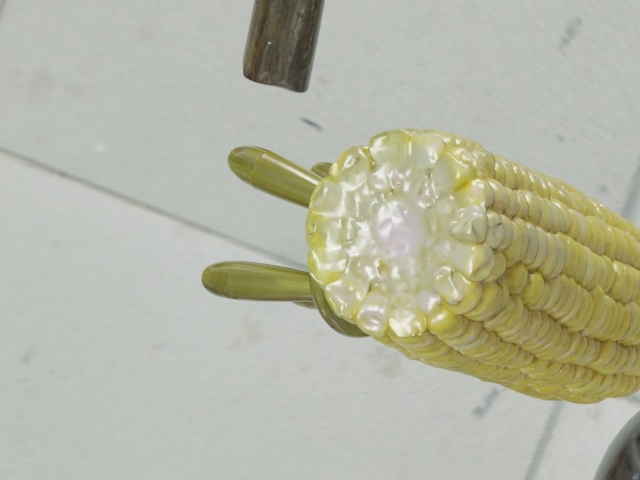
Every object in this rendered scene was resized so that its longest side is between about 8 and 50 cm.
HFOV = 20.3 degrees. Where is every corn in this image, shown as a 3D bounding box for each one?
[{"bbox_3d":[0.078,0.014,0.741,0.093,0.244,0.093,-7,75,28],"label":"corn"}]

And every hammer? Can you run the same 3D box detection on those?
[{"bbox_3d":[-0.015,-0.294,1.531,0.243,0.408,0.095,4,46,-9],"label":"hammer"}]

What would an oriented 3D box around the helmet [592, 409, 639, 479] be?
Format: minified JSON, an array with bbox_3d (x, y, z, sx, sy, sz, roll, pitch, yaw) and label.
[{"bbox_3d":[0.303,0.197,1.335,0.279,0.160,0.230,-30,44,-27],"label":"helmet"}]

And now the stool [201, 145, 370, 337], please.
[{"bbox_3d":[0.000,0.000,1.187,0.110,0.134,0.135,16,50,40],"label":"stool"}]
